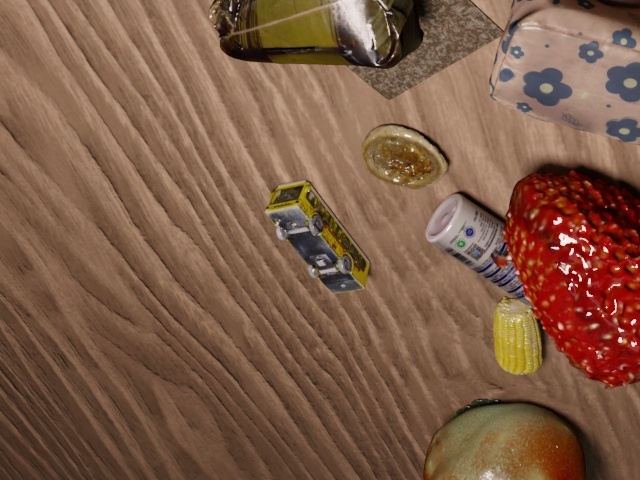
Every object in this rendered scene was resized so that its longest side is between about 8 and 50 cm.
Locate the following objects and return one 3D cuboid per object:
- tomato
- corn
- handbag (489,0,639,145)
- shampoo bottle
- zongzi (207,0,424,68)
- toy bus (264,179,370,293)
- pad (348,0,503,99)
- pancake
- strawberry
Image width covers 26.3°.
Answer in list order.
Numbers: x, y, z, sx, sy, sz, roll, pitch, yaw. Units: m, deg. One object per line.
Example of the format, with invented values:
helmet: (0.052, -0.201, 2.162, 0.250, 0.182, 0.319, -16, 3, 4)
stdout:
tomato: (0.330, 0.431, 2.541, 0.303, 0.303, 0.239, -21, 113, 40)
corn: (0.337, 0.166, 2.353, 0.085, 0.063, 0.165, 25, 148, 33)
handbag: (0.351, -0.253, 1.708, 0.251, 0.193, 0.190, 15, 149, 1)
shampoo bottle: (0.312, 0.039, 2.178, 0.303, 0.092, 0.092, 31, 141, -18)
zongzi: (-0.023, -0.378, 1.778, 0.289, 0.154, 0.317, 5, 122, 23)
toy bus: (0.000, 0.000, 2.272, 0.081, 0.074, 0.226, -10, 135, 34)
pad: (0.120, -0.287, 1.916, 0.158, 0.003, 0.235, 38, 139, -24)
pancake: (0.126, -0.124, 2.104, 0.139, 0.022, 0.139, 12, 143, 9)
strawberry: (0.404, 0.053, 2.042, 0.343, 0.292, 0.292, 36, 143, 5)
